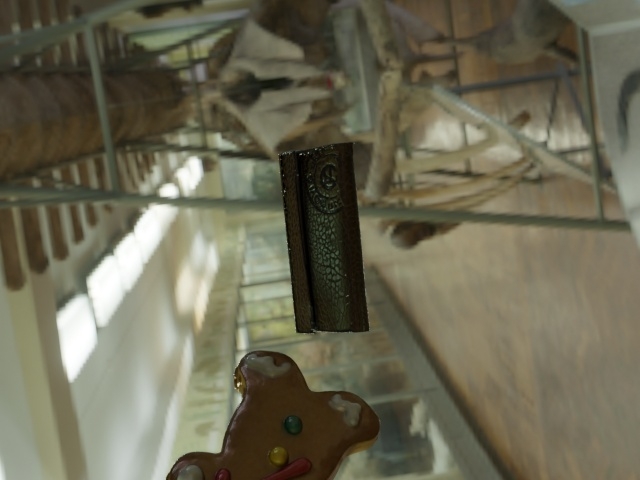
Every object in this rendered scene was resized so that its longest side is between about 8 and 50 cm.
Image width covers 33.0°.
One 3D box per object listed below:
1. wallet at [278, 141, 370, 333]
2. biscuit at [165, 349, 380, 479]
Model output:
[{"bbox_3d":[0.000,0.000,1.395,0.133,0.039,0.243,-4,90,49],"label":"wallet"},{"bbox_3d":[-0.060,0.282,1.207,0.339,0.216,0.047,-57,-11,-36],"label":"biscuit"}]
